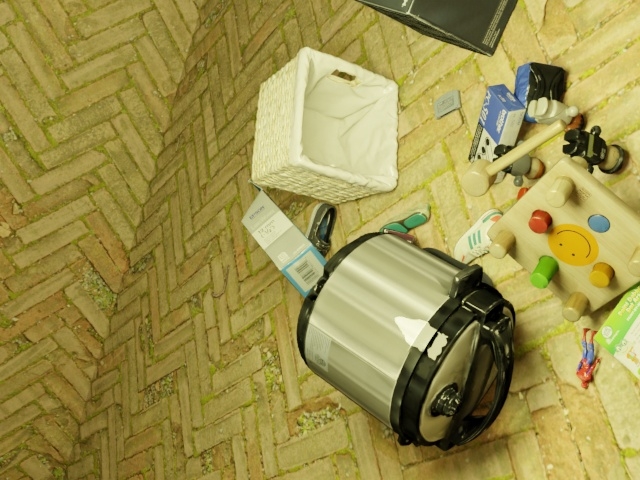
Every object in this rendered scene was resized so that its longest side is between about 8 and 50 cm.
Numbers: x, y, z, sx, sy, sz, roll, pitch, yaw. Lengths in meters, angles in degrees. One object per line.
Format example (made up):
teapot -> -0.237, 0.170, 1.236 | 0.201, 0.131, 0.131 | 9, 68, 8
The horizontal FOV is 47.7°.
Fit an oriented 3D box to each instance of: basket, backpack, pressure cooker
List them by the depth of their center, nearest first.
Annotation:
pressure cooker -> 0.205, 0.221, 1.518 | 0.420, 0.370, 0.376 | 30, 78, 35
backpack -> 0.469, -0.314, 1.572 | 0.101, 0.097, 0.120 | -179, 94, -78
basket -> 0.012, -0.292, 1.991 | 0.266, 0.328, 0.332 | -19, 63, 54

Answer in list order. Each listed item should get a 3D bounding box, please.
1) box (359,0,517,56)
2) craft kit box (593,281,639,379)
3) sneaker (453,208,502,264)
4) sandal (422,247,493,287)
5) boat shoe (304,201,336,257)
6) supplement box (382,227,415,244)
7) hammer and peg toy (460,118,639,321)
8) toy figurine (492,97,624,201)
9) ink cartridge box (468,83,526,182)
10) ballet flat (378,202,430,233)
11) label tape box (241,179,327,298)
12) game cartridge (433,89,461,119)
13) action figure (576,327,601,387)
box -> 0.266, -0.605, 1.758 | 0.296, 0.293, 0.183 | 40, 113, 50
craft kit box -> 0.636, 0.152, 1.246 | 0.247, 0.060, 0.250 | 50, 120, 45
sneaker -> 0.367, 0.007, 1.647 | 0.161, 0.057, 0.075 | -54, 37, 26
sandal -> 0.291, 0.080, 1.696 | 0.254, 0.054, 0.097 | 18, 130, 54
boat shoe -> 0.000, 0.000, 2.139 | 0.076, 0.080, 0.229 | 9, 80, 56
supplement box -> 0.175, 0.068, 1.834 | 0.104, 0.080, 0.188 | -32, -44, -86
hammer and peg toy -> 0.427, -0.036, 1.326 | 0.361, 0.127, 0.266 | 42, 142, 4
toy figurine -> 0.482, -0.166, 1.478 | 0.213, 0.148, 0.210 | -58, 35, 29
ink cartridge box -> 0.390, -0.234, 1.617 | 0.207, 0.046, 0.097 | 96, 157, -47
ballet flat -> 0.222, -0.052, 1.879 | 0.168, 0.057, 0.052 | -23, 34, 45
label tape box -> -0.093, 0.015, 1.977 | 0.115, 0.249, 0.348 | -42, 47, -3
game cartridge -> 0.323, -0.348, 1.844 | 0.083, 0.017, 0.056 | -22, 66, 49
action figure -> 0.519, 0.230, 1.403 | 0.038, 0.030, 0.115 | 15, 98, 60
